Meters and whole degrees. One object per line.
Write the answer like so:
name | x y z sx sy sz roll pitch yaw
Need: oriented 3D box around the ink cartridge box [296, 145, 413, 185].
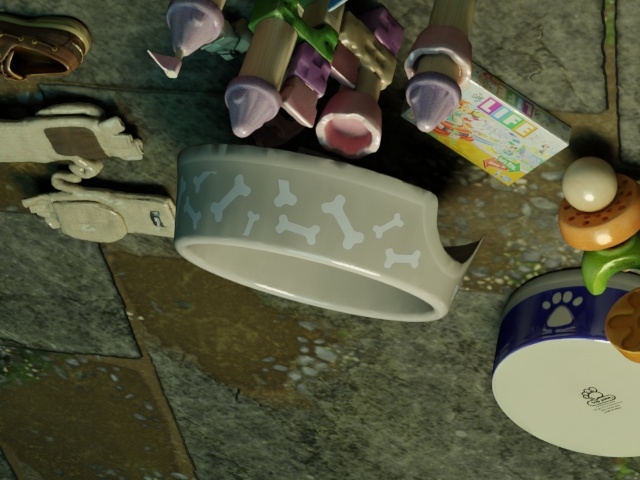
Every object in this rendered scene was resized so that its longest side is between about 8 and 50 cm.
ink cartridge box | 0.017 -0.026 1.978 0.145 0.045 0.179 19 141 -3

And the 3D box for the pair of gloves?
pair of gloves | -0.291 -0.084 2.023 0.204 0.042 0.240 -3 142 19

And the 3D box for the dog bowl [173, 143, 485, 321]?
dog bowl | 0.000 0.000 1.800 0.348 0.102 0.349 14 170 3

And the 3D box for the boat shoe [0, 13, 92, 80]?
boat shoe | -0.345 -0.212 1.855 0.178 0.060 0.064 2 142 19

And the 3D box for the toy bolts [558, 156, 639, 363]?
toy bolts | 0.369 -0.009 1.753 0.228 0.218 0.158 -20 127 15

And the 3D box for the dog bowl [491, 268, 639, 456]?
dog bowl | 0.346 0.154 2.036 0.264 0.104 0.265 10 143 8

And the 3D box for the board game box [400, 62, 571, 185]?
board game box | 0.178 -0.128 1.793 0.154 0.026 0.103 31 141 -19

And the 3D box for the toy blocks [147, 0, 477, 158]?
toy blocks | -0.045 -0.179 1.614 0.309 0.260 0.288 -20 131 39

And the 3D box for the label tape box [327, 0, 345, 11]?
label tape box | 0.094 -0.373 1.311 0.115 0.249 0.347 33 141 -22
